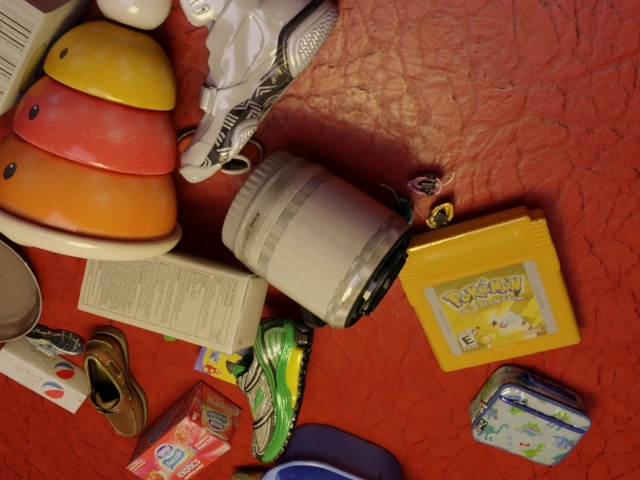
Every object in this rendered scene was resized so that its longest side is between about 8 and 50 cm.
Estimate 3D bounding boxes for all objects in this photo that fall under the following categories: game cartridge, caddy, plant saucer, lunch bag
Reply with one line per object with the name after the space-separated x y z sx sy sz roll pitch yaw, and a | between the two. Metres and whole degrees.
0.314 0.100 1.333 0.286 0.052 0.323 -17 124 18 | game cartridge
0.031 0.577 1.614 0.342 0.179 0.241 23 123 -5 | caddy
-0.736 0.084 1.514 0.311 0.050 0.310 4 121 7 | plant saucer
0.433 0.364 1.472 0.219 0.090 0.176 25 119 -7 | lunch bag

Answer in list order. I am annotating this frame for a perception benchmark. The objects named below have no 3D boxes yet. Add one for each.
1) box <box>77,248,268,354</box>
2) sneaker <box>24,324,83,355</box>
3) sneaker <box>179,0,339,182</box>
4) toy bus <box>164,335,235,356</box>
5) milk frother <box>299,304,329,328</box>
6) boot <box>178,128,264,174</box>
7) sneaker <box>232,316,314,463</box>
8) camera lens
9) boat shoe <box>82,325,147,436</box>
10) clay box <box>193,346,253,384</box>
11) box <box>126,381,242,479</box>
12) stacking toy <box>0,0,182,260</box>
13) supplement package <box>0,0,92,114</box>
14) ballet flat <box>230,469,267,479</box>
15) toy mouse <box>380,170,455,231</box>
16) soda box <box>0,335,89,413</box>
-0.265 0.093 1.289 0.311 0.121 0.147 15 93 14 | box
-0.593 0.233 1.587 0.135 0.052 0.058 18 133 7 | sneaker
-0.155 -0.279 1.124 0.210 0.137 0.366 38 102 -10 | sneaker
-0.267 0.136 1.408 0.202 0.104 0.190 15 106 19 | toy bus
-0.020 0.092 1.385 0.143 0.129 0.134 21 136 50 | milk frother
-0.186 -0.156 1.256 0.158 0.084 0.059 7 124 7 | boot
-0.106 0.300 1.449 0.146 0.134 0.343 11 111 7 | sneaker
0.000 0.000 1.206 0.274 0.219 0.219 34 123 13 | camera lens
-0.475 0.343 1.596 0.111 0.104 0.307 -3 121 11 | boat shoe
-0.147 0.257 1.520 0.222 0.053 0.127 22 121 -4 | clay box
-0.314 0.459 1.629 0.128 0.122 0.257 40 119 -14 | box
-0.351 -0.233 1.159 0.351 0.350 0.479 18 104 -2 | stacking toy
-0.493 -0.344 1.125 0.149 0.194 0.203 35 121 -11 | supplement package
-0.175 0.702 1.776 0.124 0.116 0.342 13 124 25 | ballet flat
0.174 -0.077 1.272 0.143 0.031 0.161 22 127 -5 | toy mouse
-0.628 0.301 1.617 0.216 0.069 0.074 34 121 -12 | soda box
